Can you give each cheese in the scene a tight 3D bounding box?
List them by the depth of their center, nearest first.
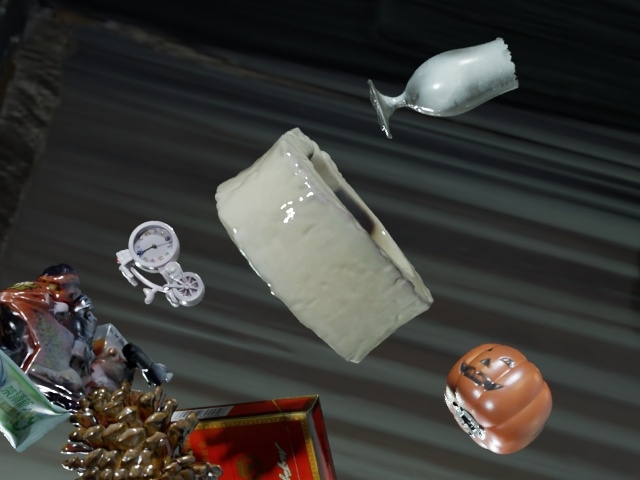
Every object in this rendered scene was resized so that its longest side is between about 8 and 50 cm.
[{"bbox_3d":[-0.003,0.000,1.642,0.153,0.332,0.292,-37,29,7],"label":"cheese"}]

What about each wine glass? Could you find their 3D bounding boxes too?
[{"bbox_3d":[0.187,-0.234,1.820,0.103,0.222,0.103,-18,-90,-85],"label":"wine glass"}]

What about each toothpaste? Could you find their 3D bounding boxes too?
[{"bbox_3d":[-0.363,0.138,1.271,0.074,0.048,0.297,-35,-40,-8],"label":"toothpaste"}]

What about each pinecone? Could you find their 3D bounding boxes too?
[{"bbox_3d":[-0.225,0.265,1.447,0.179,0.195,0.150,-37,4,2],"label":"pinecone"}]

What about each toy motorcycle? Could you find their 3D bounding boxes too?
[{"bbox_3d":[-0.322,0.171,1.642,0.401,0.134,0.207,42,-136,-40],"label":"toy motorcycle"}]

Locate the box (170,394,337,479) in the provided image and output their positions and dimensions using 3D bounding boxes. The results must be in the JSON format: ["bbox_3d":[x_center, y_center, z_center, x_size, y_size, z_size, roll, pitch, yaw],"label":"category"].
[{"bbox_3d":[-0.106,0.311,1.691,0.074,0.239,0.153,-35,-65,-70],"label":"box"}]

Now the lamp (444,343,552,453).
[{"bbox_3d":[0.312,0.266,2.040,0.164,0.187,0.188,-36,-19,-20],"label":"lamp"}]

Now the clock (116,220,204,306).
[{"bbox_3d":[-0.208,0.038,1.551,0.087,0.129,0.041,-36,-16,-11],"label":"clock"}]
